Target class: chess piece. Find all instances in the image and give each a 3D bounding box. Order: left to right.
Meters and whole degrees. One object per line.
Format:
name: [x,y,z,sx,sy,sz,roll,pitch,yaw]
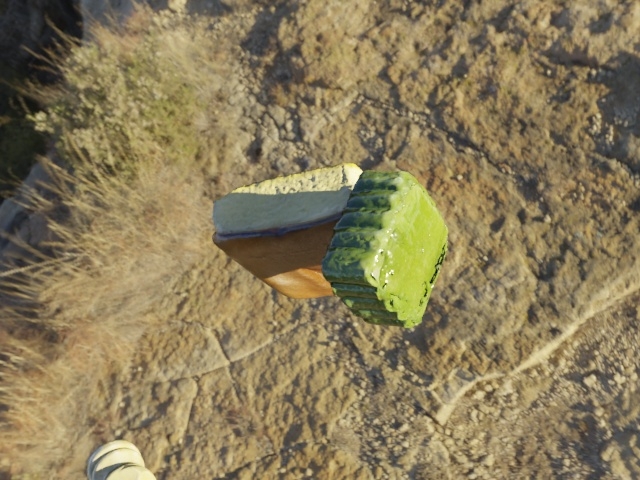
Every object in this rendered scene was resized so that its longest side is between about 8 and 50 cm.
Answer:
chess piece: [-0.299,0.401,0.958,0.200,0.090,0.090,21,81,53]

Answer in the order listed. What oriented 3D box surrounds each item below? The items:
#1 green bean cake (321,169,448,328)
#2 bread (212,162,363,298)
green bean cake: [0.106,0.014,0.938,0.113,0.200,0.214,6,63,35]
bread: [0.000,0.000,1.210,0.324,0.333,0.143,-11,60,27]
